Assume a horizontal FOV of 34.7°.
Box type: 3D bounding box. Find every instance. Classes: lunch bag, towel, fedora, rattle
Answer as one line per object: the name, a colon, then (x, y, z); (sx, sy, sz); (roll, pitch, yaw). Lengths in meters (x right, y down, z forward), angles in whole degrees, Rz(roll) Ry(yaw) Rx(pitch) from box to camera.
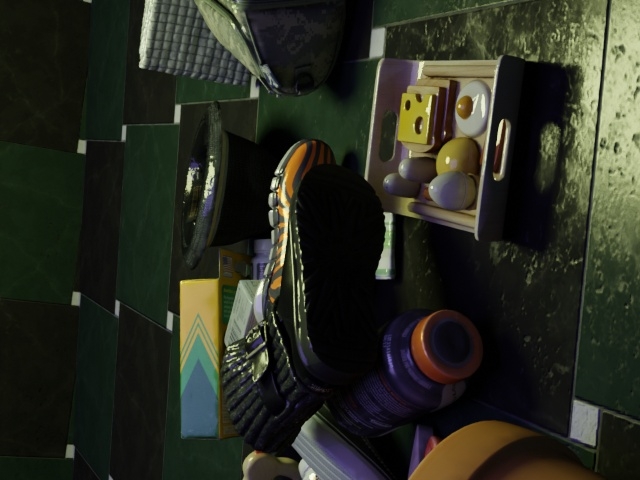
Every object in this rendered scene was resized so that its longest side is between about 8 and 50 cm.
lunch bag: (-0.083, -0.398, 1.709); (0.305, 0.213, 0.256); (-131, 33, -56)
towel: (-0.216, -0.450, 1.943); (0.121, 0.235, 0.283); (-129, 48, -59)
towel: (0.085, -0.017, 1.523); (0.113, 0.023, 0.152); (-3, 82, 62)
fedora: (-0.157, -0.093, 1.858); (0.334, 0.152, 0.334); (-171, 90, -76)
rattle: (-0.094, 0.371, 1.712); (0.143, 0.130, 0.199); (-101, -7, -66)

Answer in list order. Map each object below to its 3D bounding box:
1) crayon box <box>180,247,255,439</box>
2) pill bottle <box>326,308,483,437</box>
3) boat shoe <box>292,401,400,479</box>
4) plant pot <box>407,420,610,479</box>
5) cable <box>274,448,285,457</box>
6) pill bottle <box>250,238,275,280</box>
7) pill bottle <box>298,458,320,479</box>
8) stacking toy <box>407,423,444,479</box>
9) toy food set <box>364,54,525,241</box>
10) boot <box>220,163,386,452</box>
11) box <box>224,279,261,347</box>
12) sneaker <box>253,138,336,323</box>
crayon box: (-0.168, 0.186, 1.824); (0.083, 0.203, 0.323); (-4, 82, 21)
pill bottle: (0.110, 0.168, 1.323); (0.246, 0.130, 0.130); (138, 129, -57)
boat shoe: (0.018, 0.267, 1.499); (0.335, 0.119, 0.121); (42, 151, 27)
plant pot: (0.218, 0.329, 0.951); (0.203, 0.291, 0.291); (5, 93, 48)
cable: (-0.059, 0.249, 1.678); (0.139, 0.072, 0.287); (50, 123, 16)
pill bottle: (-0.086, 0.067, 1.801); (0.078, 0.078, 0.137); (173, 98, -64)
pill bottle: (0.020, 0.394, 1.543); (0.152, 0.086, 0.086); (-115, 37, -44)
stacking toy: (0.171, 0.391, 1.266); (0.279, 0.130, 0.309); (-82, 2, -80)
toy food set: (0.144, -0.128, 1.321); (0.306, 0.092, 0.219); (20, 106, 63)
boot: (-0.031, 0.089, 1.390); (0.260, 0.131, 0.348); (130, 153, -49)
box: (-0.076, 0.136, 1.705); (0.072, 0.137, 0.126); (55, 135, 51)
sneaker: (0.000, 0.000, 1.570); (0.180, 0.125, 0.321); (3, 85, 61)
